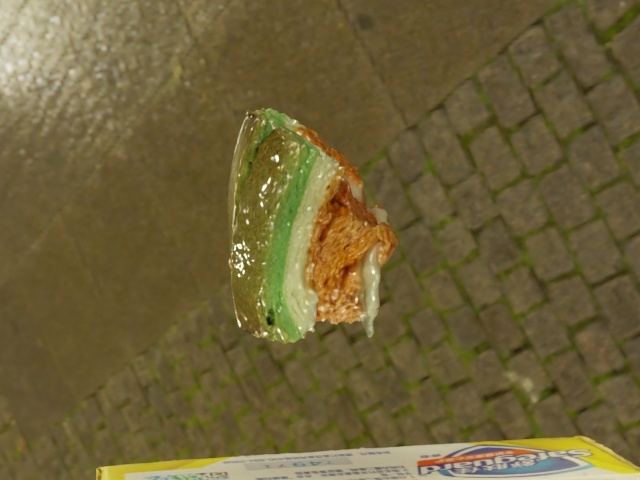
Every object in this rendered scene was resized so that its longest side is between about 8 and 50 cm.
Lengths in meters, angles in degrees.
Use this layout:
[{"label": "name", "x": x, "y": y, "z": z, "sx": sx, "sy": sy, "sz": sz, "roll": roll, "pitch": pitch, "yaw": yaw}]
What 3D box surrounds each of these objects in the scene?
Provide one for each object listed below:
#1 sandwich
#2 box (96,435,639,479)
[{"label": "sandwich", "x": 0.000, "y": -0.009, "z": 1.076, "sx": 0.109, "sy": 0.160, "sz": 0.184, "roll": -144, "pitch": 58, "yaw": -59}, {"label": "box", "x": 0.026, "y": 0.189, "z": 0.635, "sx": 0.097, "sy": 0.265, "sz": 0.168, "roll": 180, "pitch": 89, "yaw": -81}]
